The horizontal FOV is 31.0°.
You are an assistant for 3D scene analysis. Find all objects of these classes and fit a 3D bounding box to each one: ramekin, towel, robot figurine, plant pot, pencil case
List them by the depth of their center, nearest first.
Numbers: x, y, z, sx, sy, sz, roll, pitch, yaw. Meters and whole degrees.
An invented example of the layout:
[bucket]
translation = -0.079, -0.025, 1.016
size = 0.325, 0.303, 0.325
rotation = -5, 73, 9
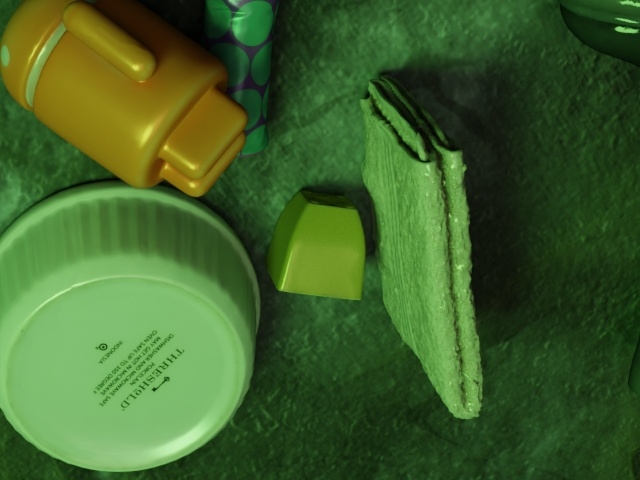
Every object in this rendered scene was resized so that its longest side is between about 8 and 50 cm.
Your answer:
[robot figurine]
translation = -0.164, -0.127, 0.928
size = 0.219, 0.158, 0.128
rotation = 36, 111, 5
[pencil case]
translation = -0.070, -0.152, 0.991
size = 0.064, 0.070, 0.152
rotation = 18, 122, 18
[towel]
translation = 0.088, 0.006, 1.040
size = 0.049, 0.187, 0.282
rotation = -14, 119, -8
[ramekin]
translation = -0.182, 0.091, 1.064
size = 0.272, 0.127, 0.273
rotation = -5, 118, -9
[plant pot]
translation = 0.000, 0.000, 1.082
size = 0.081, 0.081, 0.083
rotation = 8, 106, -15

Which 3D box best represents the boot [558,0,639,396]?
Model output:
[boot]
translation = 0.364, -0.040, 1.110
size = 0.367, 0.146, 0.445
rotation = 1, 122, -10
